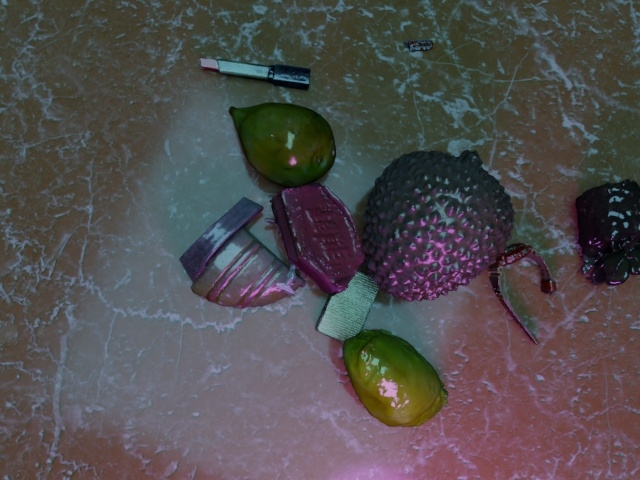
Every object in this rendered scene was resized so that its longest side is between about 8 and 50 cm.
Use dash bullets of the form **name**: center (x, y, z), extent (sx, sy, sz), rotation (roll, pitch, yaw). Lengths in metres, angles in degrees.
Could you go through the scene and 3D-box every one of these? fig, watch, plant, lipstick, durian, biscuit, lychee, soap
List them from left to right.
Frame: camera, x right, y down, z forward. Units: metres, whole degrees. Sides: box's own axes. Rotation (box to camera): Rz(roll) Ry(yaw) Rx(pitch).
- **lipstick**: center (-0.185, -0.475, 1.889), extent (0.312, 0.051, 0.051), rotation (7, 83, -2)
- **fig**: center (-0.121, -0.256, 1.808), extent (0.314, 0.233, 0.232), rotation (3, 81, 23)
- **soap**: center (0.000, 0.000, 1.706), extent (0.182, 0.112, 0.289), rotation (-15, 85, -21)
- **biscuit**: center (0.076, 0.178, 1.832), extent (0.121, 0.040, 0.199), rotation (25, 83, -4)
- **durian**: center (0.177, 0.352, 1.719), extent (0.204, 0.340, 0.255), rotation (-42, 63, 11)
- **lychee**: center (0.290, -0.044, 1.719), extent (0.381, 0.380, 0.432), rotation (29, 89, -1)
- **watch**: center (0.577, 0.137, 1.865), extent (0.165, 0.102, 0.268), rotation (-36, 95, -10)
- **plant**: center (0.822, -0.020, 1.850), extent (0.199, 0.188, 0.275), rotation (-11, 83, -6)

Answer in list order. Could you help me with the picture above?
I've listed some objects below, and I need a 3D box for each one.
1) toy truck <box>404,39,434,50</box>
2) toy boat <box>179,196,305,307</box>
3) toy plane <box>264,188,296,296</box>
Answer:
- **toy truck**: center (0.288, -0.571, 1.955), extent (0.083, 0.024, 0.032), rotation (-8, 61, -8)
- **toy boat**: center (-0.224, 0.060, 1.787), extent (0.276, 0.111, 0.293), rotation (-29, 90, -9)
- **toy plane**: center (-0.064, -0.006, 1.777), extent (0.182, 0.107, 0.273), rotation (42, 52, -17)
